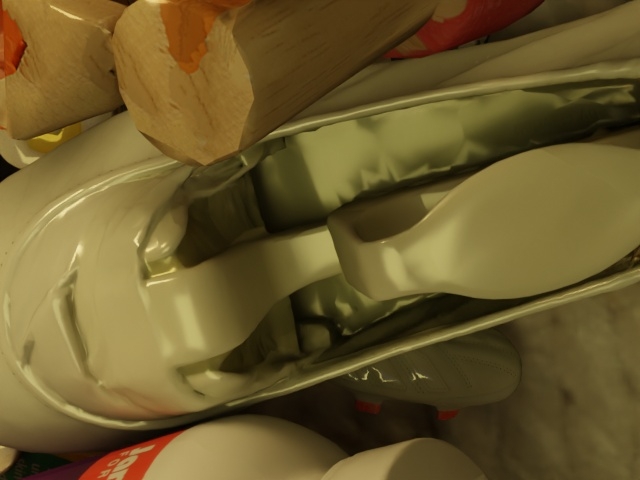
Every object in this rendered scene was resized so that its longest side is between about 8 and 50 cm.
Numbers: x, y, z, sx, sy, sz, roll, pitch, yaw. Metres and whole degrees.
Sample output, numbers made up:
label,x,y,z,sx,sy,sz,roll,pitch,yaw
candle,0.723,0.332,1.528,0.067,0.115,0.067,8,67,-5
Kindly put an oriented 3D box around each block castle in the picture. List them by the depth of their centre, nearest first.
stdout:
label,x,y,z,sx,sy,sz,roll,pitch,yaw
block castle,-0.121,-0.238,0.649,0.453,0.213,0.303,24,131,29

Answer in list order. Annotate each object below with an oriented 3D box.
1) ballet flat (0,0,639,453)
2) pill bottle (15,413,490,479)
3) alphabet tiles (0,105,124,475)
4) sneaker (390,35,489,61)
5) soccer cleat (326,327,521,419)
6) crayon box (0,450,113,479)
label,x,y,z,sx,sy,sz,roll,pitch,yaw
ballet flat,0.000,0.000,0.743,0.400,0.139,0.139,-17,107,13
pill bottle,-0.080,0.177,0.772,0.323,0.181,0.181,-20,105,29
alphabet tiles,-0.225,-0.028,0.865,0.284,0.021,0.278,-2,94,11
sneaker,0.048,-0.079,0.800,0.035,0.031,0.083,25,119,8
soccer cleat,-0.002,0.019,0.845,0.196,0.068,0.076,19,115,14
crayon box,-0.190,0.142,0.956,0.323,0.083,0.203,18,118,12
